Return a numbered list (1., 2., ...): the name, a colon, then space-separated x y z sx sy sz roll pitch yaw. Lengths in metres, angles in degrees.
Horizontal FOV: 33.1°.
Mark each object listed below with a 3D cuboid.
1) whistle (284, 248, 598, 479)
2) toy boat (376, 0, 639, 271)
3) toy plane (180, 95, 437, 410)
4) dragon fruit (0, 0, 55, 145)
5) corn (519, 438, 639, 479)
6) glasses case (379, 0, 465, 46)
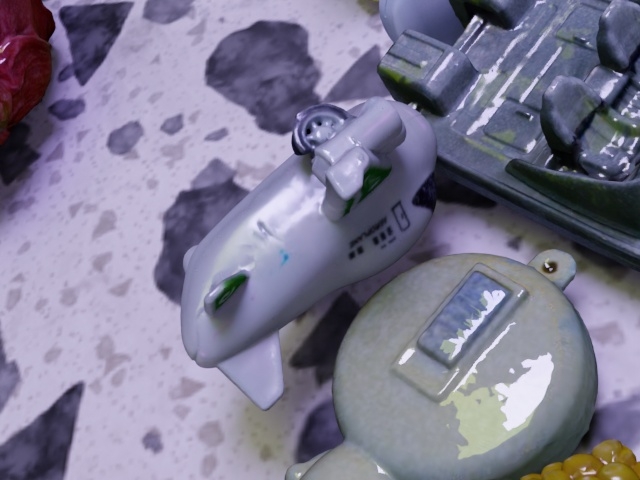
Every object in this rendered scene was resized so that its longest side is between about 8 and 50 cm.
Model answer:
1. whistle: 0.034 0.099 0.499 0.258 0.067 0.126 -49 47 -9
2. toy boat: 0.173 -0.054 0.520 0.319 0.092 0.141 32 80 38
3. toy plane: -0.002 -0.002 0.530 0.080 0.174 0.174 40 78 8
4. dragon fruit: -0.312 -0.164 0.760 0.250 0.250 0.315 -29 30 4
5. corn: 0.013 0.192 0.413 0.318 0.115 0.115 -37 49 -5
6. glasses case: 0.113 -0.179 0.657 0.178 0.067 0.045 -37 49 -3
